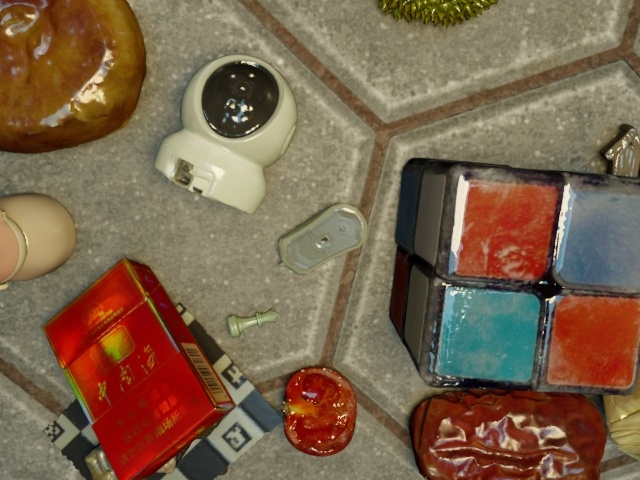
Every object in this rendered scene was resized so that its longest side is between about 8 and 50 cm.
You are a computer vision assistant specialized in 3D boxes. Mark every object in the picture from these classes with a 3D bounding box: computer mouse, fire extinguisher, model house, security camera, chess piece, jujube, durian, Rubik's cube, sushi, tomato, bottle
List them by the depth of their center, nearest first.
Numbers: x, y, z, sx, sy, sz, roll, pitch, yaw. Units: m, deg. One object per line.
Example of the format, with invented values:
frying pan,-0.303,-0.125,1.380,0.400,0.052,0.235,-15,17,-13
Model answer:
bottle,-0.506,0.003,0.872,0.147,0.236,0.147,0,98,-2
durian,0.206,-0.449,0.874,0.237,0.176,0.200,-17,119,-11
Rubik's cube,0.297,0.038,0.876,0.318,0.316,0.313,5,99,-2
security camera,-0.140,-0.180,0.891,0.194,0.194,0.236,28,92,-6
model house,0.610,-0.125,0.962,0.229,0.122,0.188,4,96,0
sushi,-0.304,0.349,0.984,0.373,0.100,0.296,-41,91,4
computer mouse,0.000,0.000,0.986,0.181,0.056,0.089,-32,97,11
jujube,0.334,0.360,0.996,0.342,0.216,0.216,-4,99,10
tomato,-0.004,0.324,1.007,0.139,0.159,0.091,-1,141,-3
chess piece,-0.123,0.148,1.014,0.093,0.042,0.042,-16,99,-7
fire extinguisher,-0.198,0.397,1.056,0.032,0.046,0.100,2,92,-48

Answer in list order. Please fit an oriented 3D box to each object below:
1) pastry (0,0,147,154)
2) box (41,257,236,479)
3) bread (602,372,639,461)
pastry,-0.453,-0.298,0.872,0.356,0.164,0.356,0,94,0
box,-0.310,0.210,0.920,0.197,0.089,0.313,-40,69,5
bread,0.603,0.283,0.976,0.192,0.110,0.210,30,53,-22
